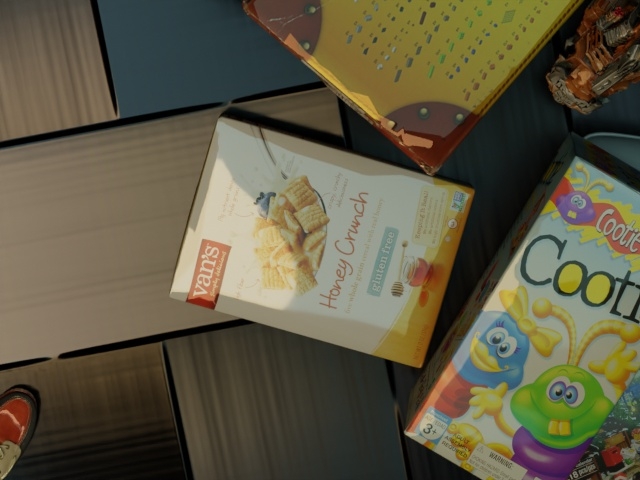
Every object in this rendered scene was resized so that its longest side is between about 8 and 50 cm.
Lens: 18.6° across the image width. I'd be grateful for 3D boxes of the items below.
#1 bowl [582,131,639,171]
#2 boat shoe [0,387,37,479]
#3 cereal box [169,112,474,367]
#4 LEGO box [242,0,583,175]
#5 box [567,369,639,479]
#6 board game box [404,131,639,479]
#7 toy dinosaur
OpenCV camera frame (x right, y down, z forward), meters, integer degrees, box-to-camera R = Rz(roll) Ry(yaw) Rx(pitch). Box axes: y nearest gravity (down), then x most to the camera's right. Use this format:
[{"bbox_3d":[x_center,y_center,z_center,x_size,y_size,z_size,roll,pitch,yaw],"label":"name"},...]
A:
[{"bbox_3d":[0.280,-0.024,1.748,0.142,0.053,0.142,11,98,-4],"label":"bowl"},{"bbox_3d":[-0.302,0.197,1.776,0.049,0.043,0.137,33,96,-4],"label":"boat shoe"},{"bbox_3d":[0.000,0.000,1.748,0.240,0.047,0.173,15,98,-3],"label":"cereal box"},{"bbox_3d":[0.165,-0.318,1.539,0.193,0.372,0.500,40,97,-7],"label":"LEGO box"},{"bbox_3d":[0.320,0.168,1.783,0.233,0.044,0.159,-24,99,3],"label":"box"},{"bbox_3d":[0.203,0.068,1.664,0.142,0.144,0.275,30,103,-1],"label":"board game box"},{"bbox_3d":[0.320,-0.216,1.629,0.322,0.218,0.164,-12,121,42],"label":"toy dinosaur"}]
